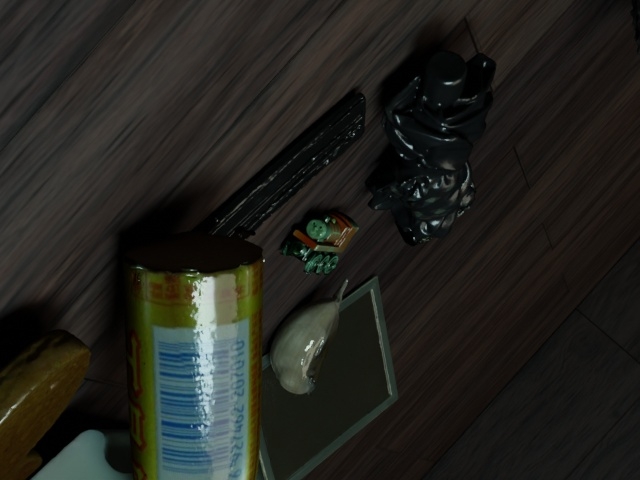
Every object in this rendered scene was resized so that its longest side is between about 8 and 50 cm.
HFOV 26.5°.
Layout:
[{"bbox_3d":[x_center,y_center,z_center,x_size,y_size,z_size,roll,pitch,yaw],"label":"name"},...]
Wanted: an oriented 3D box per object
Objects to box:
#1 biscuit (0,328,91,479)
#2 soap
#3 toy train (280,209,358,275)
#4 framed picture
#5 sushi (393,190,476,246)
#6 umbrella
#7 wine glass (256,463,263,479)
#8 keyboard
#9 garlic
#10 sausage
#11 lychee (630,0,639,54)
[{"bbox_3d":[-0.332,0.232,1.102,0.432,0.064,0.283,-54,172,14],"label":"biscuit"},{"bbox_3d":[-0.224,0.270,1.307,0.173,0.095,0.289,-52,171,-3],"label":"soap"},{"bbox_3d":[0.000,0.000,1.425,0.064,0.044,0.103,-54,164,10],"label":"toy train"},{"bbox_3d":[0.002,0.184,1.714,0.252,0.014,0.197,-34,126,-36],"label":"framed picture"},{"bbox_3d":[0.127,-0.036,1.631,0.085,0.056,0.083,-36,166,-36],"label":"sushi"},{"bbox_3d":[0.115,-0.104,1.377,0.122,0.110,0.272,-8,152,-6],"label":"umbrella"},{"bbox_3d":[-0.075,0.296,1.783,0.231,0.103,0.103,-49,163,-7],"label":"wine glass"},{"bbox_3d":[-0.048,-0.043,1.261,0.250,0.017,0.087,-42,163,-14],"label":"keyboard"},{"bbox_3d":[-0.020,0.117,1.597,0.084,0.066,0.152,-62,171,-61],"label":"garlic"},{"bbox_3d":[-0.108,0.144,1.168,0.125,0.117,0.317,-50,146,-63],"label":"sausage"},{"bbox_3d":[0.514,-0.272,1.613,0.300,0.300,0.300,-42,162,-18],"label":"lychee"}]
